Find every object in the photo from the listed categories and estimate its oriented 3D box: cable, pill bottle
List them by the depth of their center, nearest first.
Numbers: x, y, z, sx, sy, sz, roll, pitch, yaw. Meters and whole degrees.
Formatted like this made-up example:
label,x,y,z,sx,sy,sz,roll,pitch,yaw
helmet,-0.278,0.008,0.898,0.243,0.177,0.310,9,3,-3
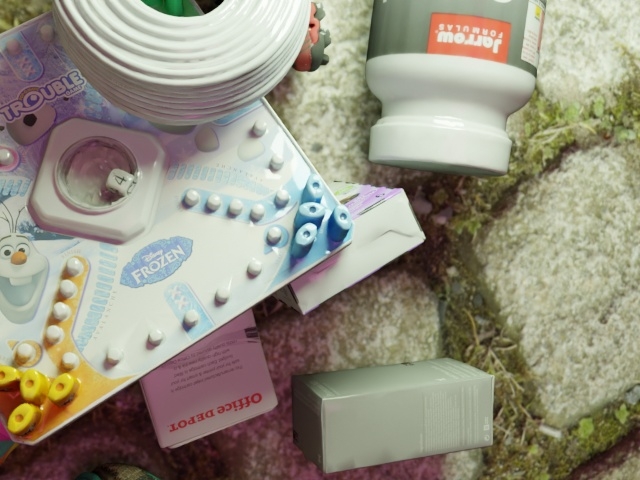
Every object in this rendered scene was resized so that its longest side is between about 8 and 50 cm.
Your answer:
label,x,y,z,sx,sy,sz,roll,pitch,yaw
cable,-0.135,-0.246,0.798,0.257,0.089,0.257,-20,76,-14
pill bottle,0.167,-0.268,0.985,0.210,0.210,0.363,6,91,-21

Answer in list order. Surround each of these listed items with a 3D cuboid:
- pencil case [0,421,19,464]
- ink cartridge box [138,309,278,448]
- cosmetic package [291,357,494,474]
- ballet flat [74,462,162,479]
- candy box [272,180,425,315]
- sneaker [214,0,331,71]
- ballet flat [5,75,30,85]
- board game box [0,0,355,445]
label,x,y,z,sx,sy,sz,roll,pitch,yaw
pencil case,-0.330,0.157,0.894,0.236,0.104,0.104,-47,107,-9
ink cartridge box,-0.153,0.121,0.960,0.148,0.086,0.203,-17,100,-18
cosmetic package,0.090,0.220,1.037,0.238,0.127,0.107,-1,94,-22
ballet flat,-0.292,0.492,0.910,0.182,0.164,0.483,35,79,-37
candy box,0.000,0.000,0.948,0.165,0.196,0.070,-31,107,-16
sneaker,-0.096,-0.307,0.945,0.135,0.097,0.276,-35,103,-15
ballet flat,-0.357,-0.170,0.874,0.203,0.074,0.074,-22,101,-13
board game box,-0.222,-0.067,0.802,0.390,0.050,0.390,-32,80,-16
